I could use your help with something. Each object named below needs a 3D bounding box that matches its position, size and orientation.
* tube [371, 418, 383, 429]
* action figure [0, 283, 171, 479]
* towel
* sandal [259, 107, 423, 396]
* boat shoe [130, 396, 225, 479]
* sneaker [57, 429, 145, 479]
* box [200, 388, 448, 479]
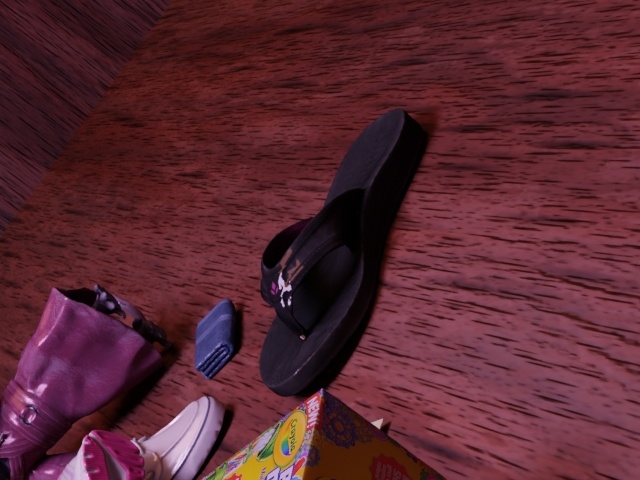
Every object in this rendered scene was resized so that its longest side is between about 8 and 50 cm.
[{"bbox_3d":[-0.034,0.249,1.817,0.240,0.062,0.070,-23,73,38],"label":"tube"},{"bbox_3d":[-0.394,0.218,2.385,0.370,0.248,0.276,-49,19,-1],"label":"action figure"},{"bbox_3d":[-0.135,0.127,2.289,0.067,0.029,0.119,-45,20,19],"label":"towel"},{"bbox_3d":[-0.001,0.000,2.097,0.167,0.107,0.446,-32,27,43],"label":"sandal"},{"bbox_3d":[-0.218,0.285,2.115,0.258,0.084,0.095,-53,19,-2],"label":"boat shoe"},{"bbox_3d":[-0.259,0.350,2.009,0.111,0.103,0.252,-44,35,40],"label":"sneaker"},{"bbox_3d":[-0.043,0.332,1.451,0.279,0.177,0.290,-40,22,33],"label":"box"}]
